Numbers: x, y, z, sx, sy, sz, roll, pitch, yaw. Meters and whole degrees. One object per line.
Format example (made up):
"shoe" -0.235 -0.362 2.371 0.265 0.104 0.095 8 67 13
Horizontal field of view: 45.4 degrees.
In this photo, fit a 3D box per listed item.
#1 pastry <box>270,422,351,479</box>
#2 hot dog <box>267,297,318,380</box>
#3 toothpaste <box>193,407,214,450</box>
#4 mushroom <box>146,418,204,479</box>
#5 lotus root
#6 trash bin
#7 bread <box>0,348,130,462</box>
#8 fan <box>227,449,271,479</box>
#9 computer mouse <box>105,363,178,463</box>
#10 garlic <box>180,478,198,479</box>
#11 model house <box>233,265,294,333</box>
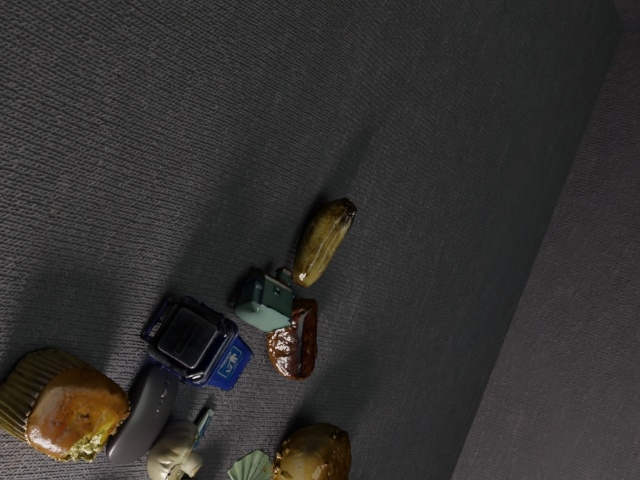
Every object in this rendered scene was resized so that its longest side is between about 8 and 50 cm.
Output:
"pastry" -0.033 0.659 2.200 0.316 0.184 0.284 21 81 -68
"hot dog" -0.063 0.254 2.012 0.160 0.099 0.226 -13 117 -53
"toothpaste" -0.314 0.493 1.841 0.197 0.035 0.057 -57 161 -20
"mushroom" -0.321 0.482 1.723 0.154 0.123 0.154 25 90 -86
"lotus root" 0.000 0.000 1.972 0.110 0.097 0.258 33 88 -50
"trash bin" -0.258 0.234 1.675 0.162 0.184 0.234 -58 158 -11
"bread" -0.471 0.312 1.424 0.179 0.133 0.250 -63 148 -16
"fan" -0.190 0.650 2.134 0.131 0.009 0.240 -62 146 -15
"computer mouse" -0.381 0.380 1.659 0.232 0.057 0.120 -64 147 -8
"garlic" -0.318 0.638 1.861 0.207 0.128 0.115 40 50 -48
"model house" -0.129 0.125 1.859 0.148 0.119 0.148 36 51 -34
